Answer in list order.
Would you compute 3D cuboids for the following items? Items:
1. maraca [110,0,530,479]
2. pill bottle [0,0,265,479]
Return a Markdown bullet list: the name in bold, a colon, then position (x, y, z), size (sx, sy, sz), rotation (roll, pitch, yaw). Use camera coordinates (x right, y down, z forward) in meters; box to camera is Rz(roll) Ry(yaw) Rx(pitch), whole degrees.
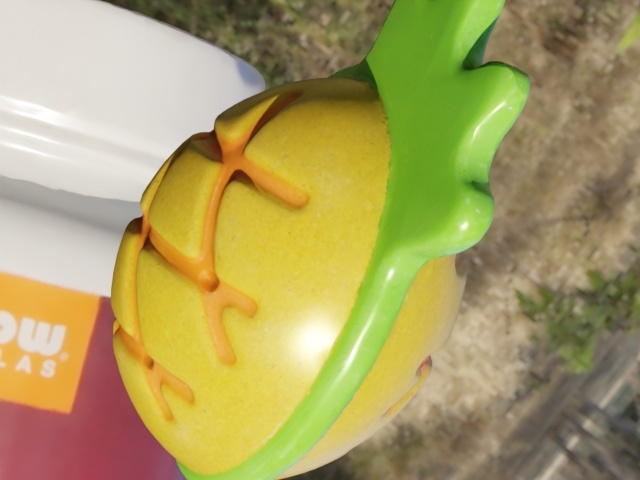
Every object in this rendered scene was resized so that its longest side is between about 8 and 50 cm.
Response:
- **maraca**: position (0.000, 0.000, 0.411), size (0.185, 0.099, 0.127), rotation (-49, -146, 37)
- **pill bottle**: position (-0.164, 0.086, 0.646), size (0.224, 0.224, 0.392), rotation (31, 73, -82)
